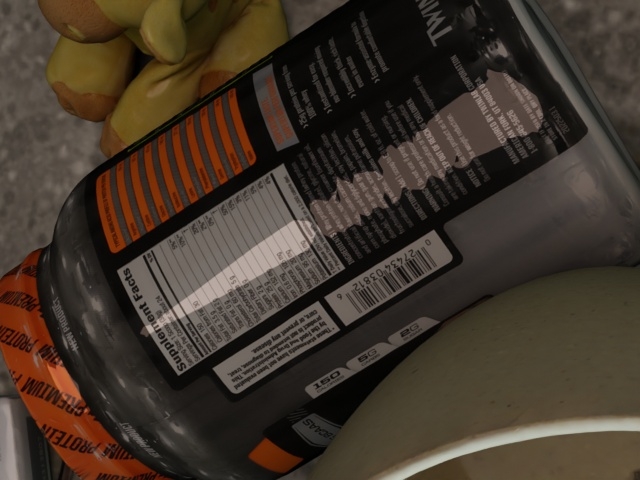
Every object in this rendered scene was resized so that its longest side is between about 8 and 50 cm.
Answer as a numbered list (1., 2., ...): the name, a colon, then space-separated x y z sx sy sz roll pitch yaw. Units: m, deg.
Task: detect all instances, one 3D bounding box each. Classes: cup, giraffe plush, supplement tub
1. cup: 0.138 0.144 0.808 0.331 0.237 0.331 4 122 6
2. giraffe plush: -0.094 -0.148 1.021 0.210 0.170 0.181 -41 78 11
3. supplement tub: 0.000 0.000 0.971 0.338 0.207 0.207 -32 80 13

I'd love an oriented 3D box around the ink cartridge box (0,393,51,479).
1. ink cartridge box: -0.282 0.205 1.124 0.232 0.066 0.189 -8 86 11
